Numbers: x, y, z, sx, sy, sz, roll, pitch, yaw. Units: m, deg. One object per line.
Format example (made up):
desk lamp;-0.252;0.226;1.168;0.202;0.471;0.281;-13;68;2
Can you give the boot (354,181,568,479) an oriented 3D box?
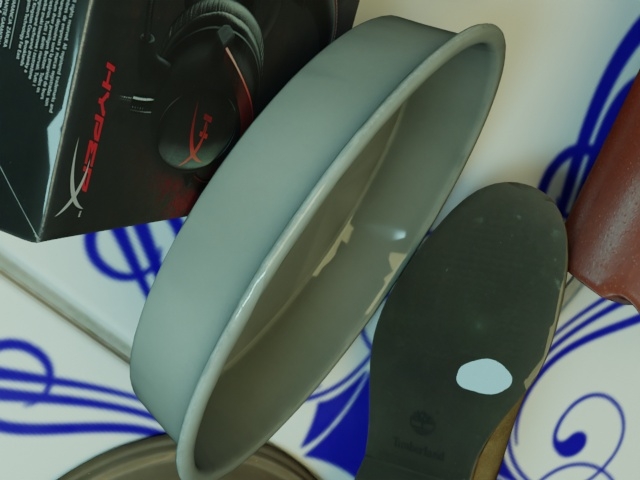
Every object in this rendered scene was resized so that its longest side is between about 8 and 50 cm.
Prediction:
boot;0.099;0.106;0.702;0.115;0.112;0.305;-1;110;-64

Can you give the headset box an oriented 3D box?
headset box;-0.066;-0.129;0.472;0.110;0.293;0.218;19;102;17

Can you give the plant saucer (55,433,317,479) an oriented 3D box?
plant saucer;-0.102;0.266;0.691;0.278;0.041;0.277;-7;109;-22

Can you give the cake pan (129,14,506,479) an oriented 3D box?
cake pan;0.000;0.000;0.549;0.054;0.293;0.293;35;91;14

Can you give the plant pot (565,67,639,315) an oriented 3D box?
plant pot;0.308;-0.053;0.659;0.273;0.272;0.265;21;105;-27
